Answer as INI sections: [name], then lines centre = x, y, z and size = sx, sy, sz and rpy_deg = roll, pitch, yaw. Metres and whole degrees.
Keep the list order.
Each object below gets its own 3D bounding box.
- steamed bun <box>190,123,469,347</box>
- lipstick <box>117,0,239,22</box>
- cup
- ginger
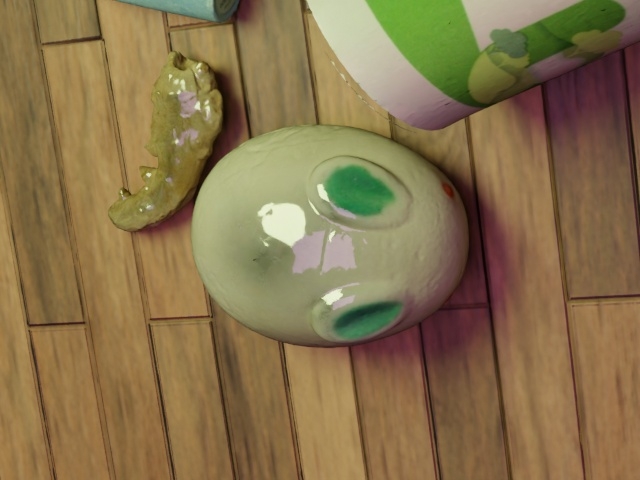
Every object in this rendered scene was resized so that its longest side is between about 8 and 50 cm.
[steamed bun]
centre = 0.000, 0.000, 1.177
size = 0.228, 0.131, 0.177
rpy_deg = 6, 102, 22
[lipstick]
centre = -0.197, -0.240, 1.237
size = 0.274, 0.061, 0.068
rpy_deg = 18, 116, 17
[cup]
centre = 0.140, -0.218, 1.022
size = 0.274, 0.253, 0.253
rpy_deg = -28, 91, 31
[ginger]
centre = -0.126, -0.072, 1.255
size = 0.069, 0.051, 0.173
rpy_deg = 32, 110, 16
